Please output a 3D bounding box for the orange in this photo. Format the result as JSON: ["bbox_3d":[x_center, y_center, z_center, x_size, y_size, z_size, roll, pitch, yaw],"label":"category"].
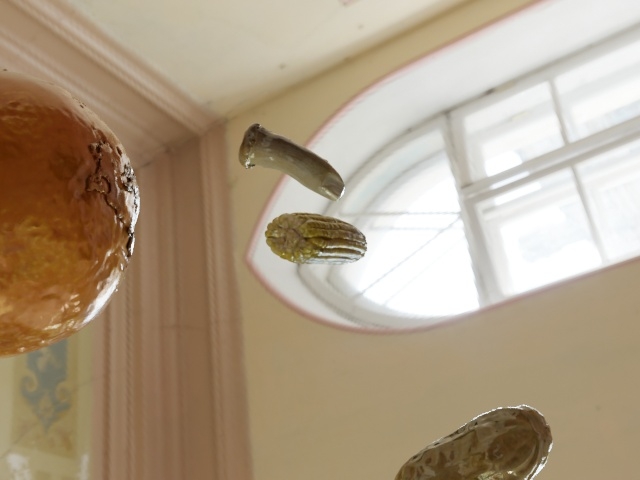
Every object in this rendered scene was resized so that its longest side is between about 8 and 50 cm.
[{"bbox_3d":[-0.278,-0.023,0.757,0.246,0.246,0.246,43,-145,-41],"label":"orange"}]

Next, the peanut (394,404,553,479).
[{"bbox_3d":[0.163,0.245,0.962,0.083,0.194,0.093,65,171,-23],"label":"peanut"}]

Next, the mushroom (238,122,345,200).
[{"bbox_3d":[-0.050,-0.138,1.619,0.209,0.071,0.084,26,-132,4],"label":"mushroom"}]

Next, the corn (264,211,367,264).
[{"bbox_3d":[0.000,0.000,1.099,0.165,0.085,0.063,7,-104,-66],"label":"corn"}]
